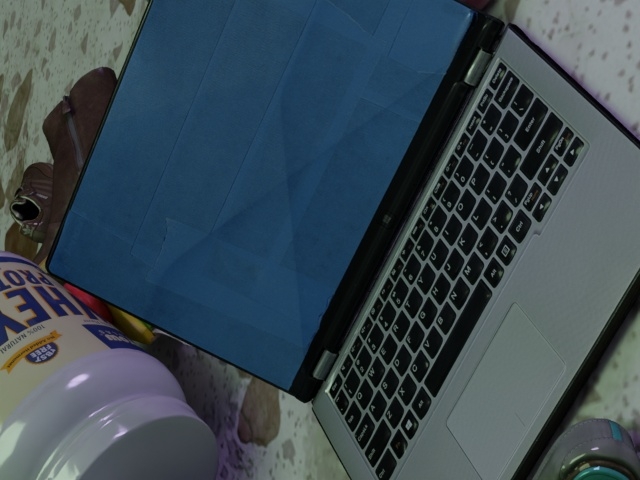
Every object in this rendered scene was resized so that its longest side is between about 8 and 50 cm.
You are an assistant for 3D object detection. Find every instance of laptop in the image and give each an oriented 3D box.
[{"bbox_3d":[0.000,0.000,1.050,0.382,0.236,0.408,-64,34,24],"label":"laptop"}]

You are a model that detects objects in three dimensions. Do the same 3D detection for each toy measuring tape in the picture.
[{"bbox_3d":[-0.192,0.048,1.463,0.330,0.121,0.121,6,86,59],"label":"toy measuring tape"}]

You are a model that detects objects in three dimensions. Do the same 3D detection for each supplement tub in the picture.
[{"bbox_3d":[-0.280,0.176,1.374,0.325,0.235,0.235,32,109,35],"label":"supplement tub"}]

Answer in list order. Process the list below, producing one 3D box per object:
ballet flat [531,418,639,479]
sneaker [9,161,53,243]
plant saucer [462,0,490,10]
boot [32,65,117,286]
[{"bbox_3d":[0.148,0.207,0.920,0.213,0.072,0.068,-61,7,25],"label":"ballet flat"},{"bbox_3d":[-0.386,-0.058,1.867,0.188,0.071,0.066,51,123,52],"label":"sneaker"},{"bbox_3d":[0.079,-0.334,1.178,0.332,0.084,0.332,-28,56,53],"label":"plant saucer"},{"bbox_3d":[-0.290,-0.062,1.653,0.248,0.090,0.207,-45,52,15],"label":"boot"}]
